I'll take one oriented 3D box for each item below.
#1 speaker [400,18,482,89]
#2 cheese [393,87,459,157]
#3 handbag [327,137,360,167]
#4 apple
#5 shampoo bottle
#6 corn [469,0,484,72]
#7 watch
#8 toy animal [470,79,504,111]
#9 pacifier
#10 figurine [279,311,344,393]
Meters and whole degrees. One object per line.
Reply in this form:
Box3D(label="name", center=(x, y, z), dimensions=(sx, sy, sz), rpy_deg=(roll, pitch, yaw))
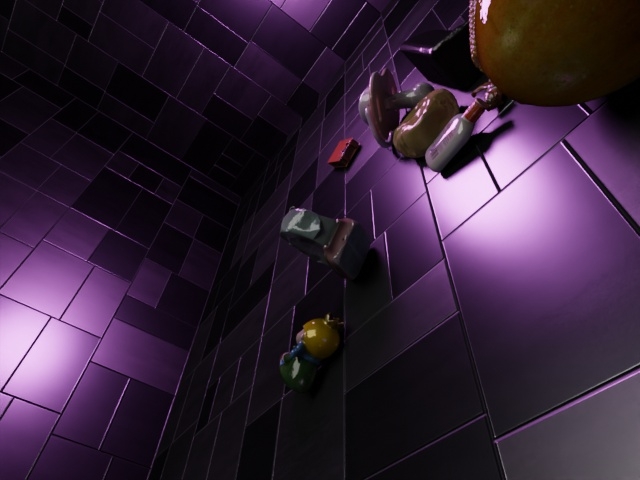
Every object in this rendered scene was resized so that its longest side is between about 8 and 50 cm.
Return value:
Box3D(label="speaker", center=(0.430, -0.635, 1.522), dimensions=(0.184, 0.180, 0.388), rpy_deg=(-47, 23, 12))
Box3D(label="cheese", center=(0.332, -0.370, 1.457), dimensions=(0.226, 0.117, 0.214), rpy_deg=(-55, 16, -4))
Box3D(label="handbag", center=(0.106, -0.400, 2.106), dimensions=(0.127, 0.062, 0.190), rpy_deg=(-59, 16, -2))
Box3D(label="apple", center=(0.475, -0.443, 0.863), dimensions=(0.374, 0.374, 0.384), rpy_deg=(-34, 37, 50))
Box3D(label="shampoo bottle", center=(0.374, -0.294, 1.273), dimensions=(0.221, 0.051, 0.108), rpy_deg=(-53, 23, 40))
Box3D(label="corn", center=(0.448, -0.638, 1.173), dimensions=(0.144, 0.143, 0.388), rpy_deg=(-163, 73, -70))
Box3D(label="watch", center=(0.000, 0.000, 1.413), dimensions=(0.241, 0.253, 0.162), rpy_deg=(15, 71, 30))
Box3D(label="toy animal", center=(0.493, -0.450, 1.272), dimensions=(0.099, 0.056, 0.241), rpy_deg=(7, 65, 61))
Box3D(label="pacifier", center=(0.256, -0.493, 1.646), dimensions=(0.273, 0.220, 0.332), rpy_deg=(-44, 1, 33))
Box3D(label="figurine", center=(-0.030, 0.308, 1.332), dimensions=(0.185, 0.127, 0.234), rpy_deg=(-165, 95, -78))
